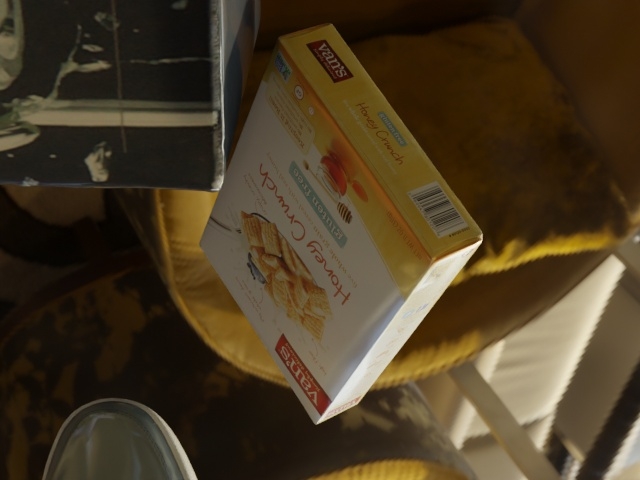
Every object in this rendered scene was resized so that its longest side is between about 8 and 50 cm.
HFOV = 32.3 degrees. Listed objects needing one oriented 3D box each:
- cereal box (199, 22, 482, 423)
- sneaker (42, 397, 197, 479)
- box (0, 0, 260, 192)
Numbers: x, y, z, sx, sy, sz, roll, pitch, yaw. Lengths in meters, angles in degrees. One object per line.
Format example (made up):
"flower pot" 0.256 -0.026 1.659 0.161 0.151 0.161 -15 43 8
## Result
"cereal box" 0.000 0.000 0.736 0.047 0.173 0.240 -23 158 -30
"sneaker" -0.119 0.205 0.557 0.123 0.296 0.178 -8 155 0
"box" -0.272 -0.297 0.551 0.471 0.297 0.480 0 119 -1
